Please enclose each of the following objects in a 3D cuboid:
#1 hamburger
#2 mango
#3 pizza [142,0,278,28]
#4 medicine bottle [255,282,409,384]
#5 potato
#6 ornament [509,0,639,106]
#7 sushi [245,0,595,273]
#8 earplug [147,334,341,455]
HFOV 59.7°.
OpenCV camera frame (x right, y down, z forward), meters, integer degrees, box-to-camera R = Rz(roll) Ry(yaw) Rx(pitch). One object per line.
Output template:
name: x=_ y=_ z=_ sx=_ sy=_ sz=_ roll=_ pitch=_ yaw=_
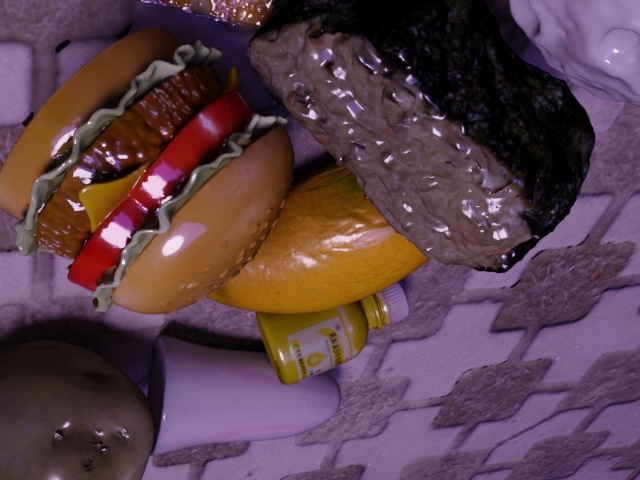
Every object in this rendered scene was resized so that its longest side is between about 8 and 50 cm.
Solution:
hamburger: x=-0.150 y=-0.049 z=0.561 sx=0.212 sy=0.274 sz=0.274 roll=42 pitch=111 yaw=-7
mango: x=0.000 y=0.004 z=0.722 sx=0.360 sy=0.144 sz=0.187 roll=-21 pitch=122 yaw=12
pizza: x=-0.124 y=-0.277 z=0.545 sx=0.201 sy=0.053 sz=0.193 roll=-35 pitch=124 yaw=12
medicine bottle: x=0.022 y=0.120 z=0.822 sx=0.213 sy=0.122 sz=0.121 roll=-20 pitch=128 yaw=-12
potato: x=-0.388 y=0.263 z=0.768 sx=0.327 sy=0.221 sz=0.243 roll=5 pitch=111 yaw=32
ornament: x=0.318 y=-0.272 z=0.469 sx=0.337 sy=0.337 sz=0.336 roll=-5 pitch=126 yaw=-7
sushi: x=0.099 y=-0.119 z=0.552 sx=0.350 sy=0.170 sz=0.211 roll=43 pitch=149 yaw=-5
earplug: x=-0.107 y=0.241 z=0.876 sx=0.302 sy=0.172 sz=0.172 roll=7 pitch=124 yaw=-24
